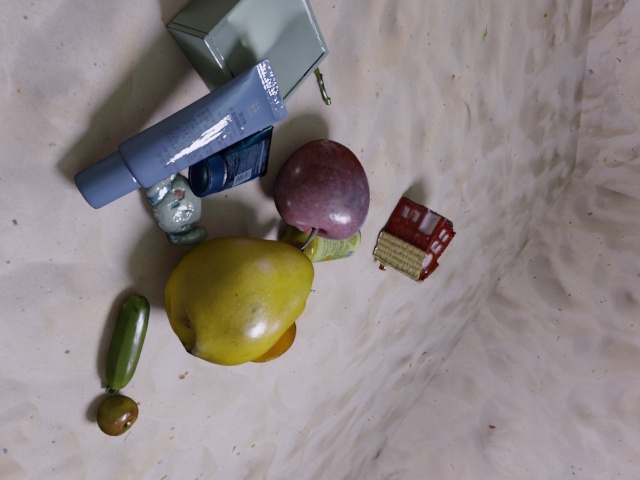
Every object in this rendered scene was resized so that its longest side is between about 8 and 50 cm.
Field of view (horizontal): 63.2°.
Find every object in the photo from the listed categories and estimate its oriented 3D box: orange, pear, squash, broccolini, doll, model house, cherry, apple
[{"bbox_3d":[-0.155,0.230,1.355,0.179,0.158,0.237,-32,142,-10],"label":"orange"},{"bbox_3d":[-0.165,0.121,1.134,0.335,0.285,0.285,-18,135,-7],"label":"pear"},{"bbox_3d":[-0.412,0.231,1.104,0.066,0.066,0.252,-2,116,-52],"label":"squash"},{"bbox_3d":[-0.009,-0.381,1.191,0.194,0.054,0.052,38,65,-58],"label":"broccolini"},{"bbox_3d":[-0.287,-0.067,1.040,0.103,0.071,0.214,-33,140,-22],"label":"doll"},{"bbox_3d":[0.311,0.016,1.762,0.254,0.195,0.160,-59,148,1],"label":"model house"},{"bbox_3d":[0.007,-0.106,1.244,0.236,0.212,0.286,39,63,-46],"label":"cherry"},{"bbox_3d":[-0.453,0.391,1.165,0.089,0.074,0.090,-35,141,-34],"label":"apple"}]

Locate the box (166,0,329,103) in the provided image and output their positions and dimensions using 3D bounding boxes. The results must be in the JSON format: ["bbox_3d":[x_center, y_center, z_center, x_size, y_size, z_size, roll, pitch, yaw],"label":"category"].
[{"bbox_3d":[-0.125,-0.375,0.976,0.225,0.117,0.225,-51,146,-13],"label":"box"}]

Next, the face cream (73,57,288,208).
[{"bbox_3d":[-0.239,-0.177,0.911,0.385,0.086,0.136,-30,145,-7],"label":"face cream"}]

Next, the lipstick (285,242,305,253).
[{"bbox_3d":[-0.110,0.035,1.287,0.045,0.145,0.045,-90,179,-53],"label":"lipstick"}]

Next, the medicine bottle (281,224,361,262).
[{"bbox_3d":[0.000,0.000,1.419,0.238,0.124,0.124,-7,120,-49],"label":"medicine bottle"}]

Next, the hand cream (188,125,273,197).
[{"bbox_3d":[-0.172,-0.164,1.095,0.270,0.061,0.120,-37,142,-57],"label":"hand cream"}]
